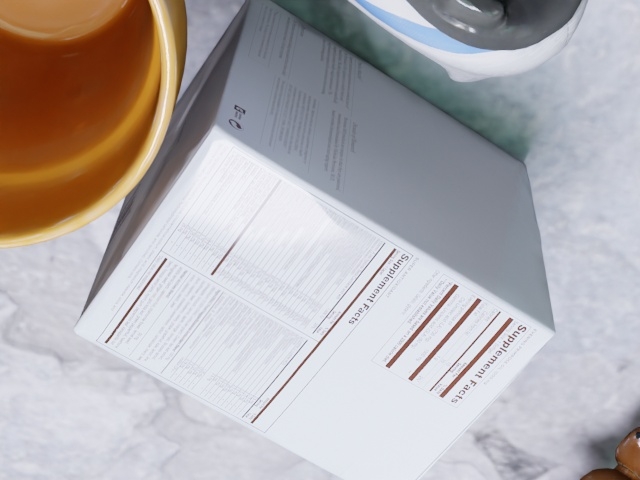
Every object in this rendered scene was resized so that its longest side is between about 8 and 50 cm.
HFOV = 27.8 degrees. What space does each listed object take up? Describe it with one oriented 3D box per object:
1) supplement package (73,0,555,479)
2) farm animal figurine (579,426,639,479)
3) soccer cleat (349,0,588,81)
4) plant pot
[{"bbox_3d":[0.000,0.000,0.732,0.203,0.194,0.149,31,117,-13],"label":"supplement package"},{"bbox_3d":[0.322,0.245,0.852,0.330,0.172,0.326,12,130,40],"label":"farm animal figurine"},{"bbox_3d":[-0.014,-0.198,0.584,0.116,0.143,0.331,-41,89,-7],"label":"soccer cleat"},{"bbox_3d":[-0.163,-0.129,0.670,0.205,0.188,0.205,2,119,3],"label":"plant pot"}]
